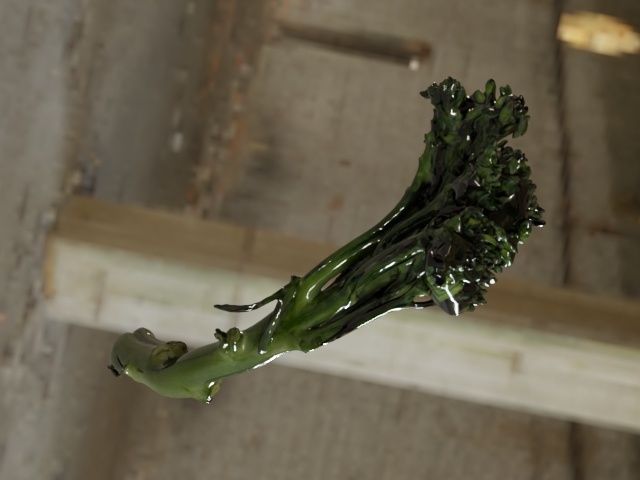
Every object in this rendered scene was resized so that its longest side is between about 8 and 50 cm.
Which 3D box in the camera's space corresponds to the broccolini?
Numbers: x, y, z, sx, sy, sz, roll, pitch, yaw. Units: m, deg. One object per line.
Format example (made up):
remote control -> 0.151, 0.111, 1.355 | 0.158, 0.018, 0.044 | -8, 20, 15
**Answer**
broccolini -> -0.006, 0.003, 0.763 | 0.271, 0.062, 0.123 | -22, -160, 50
